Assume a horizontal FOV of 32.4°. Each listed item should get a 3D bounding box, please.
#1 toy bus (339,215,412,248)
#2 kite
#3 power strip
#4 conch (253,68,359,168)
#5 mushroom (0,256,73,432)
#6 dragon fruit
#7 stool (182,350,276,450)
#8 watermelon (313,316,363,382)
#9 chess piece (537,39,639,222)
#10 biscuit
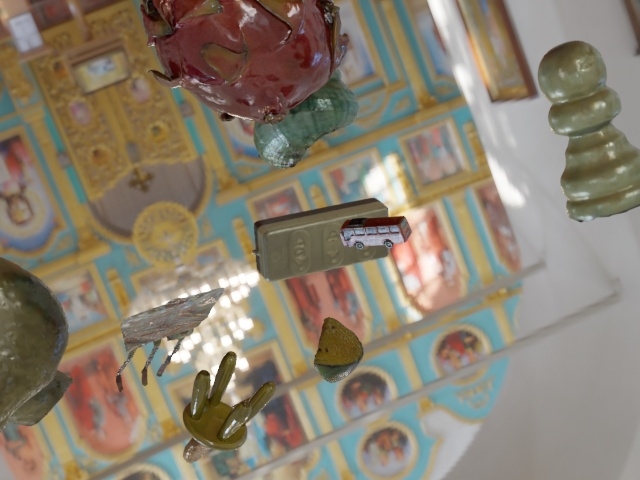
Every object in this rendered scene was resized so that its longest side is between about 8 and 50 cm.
[{"bbox_3d":[0.081,-0.013,1.635,0.110,0.043,0.031,-4,-144,32],"label":"toy bus"},{"bbox_3d":[-0.195,0.120,1.291,0.127,0.016,0.229,-11,153,-31],"label":"kite"},{"bbox_3d":[0.000,0.000,1.980,0.256,0.105,0.070,-11,-156,-18],"label":"power strip"},{"bbox_3d":[-0.025,-0.218,1.846,0.188,0.122,0.175,-45,-156,-23],"label":"conch"},{"bbox_3d":[-0.484,0.161,1.551,0.212,0.292,0.217,-29,-162,26],"label":"mushroom"},{"bbox_3d":[-0.106,-0.288,1.603,0.250,0.250,0.315,-16,162,27],"label":"dragon fruit"},{"bbox_3d":[-0.148,0.255,1.730,0.135,0.110,0.134,13,-147,-25],"label":"stool"},{"bbox_3d":[0.045,0.223,2.212,0.075,0.092,0.181,-25,-163,18],"label":"watermelon"},{"bbox_3d":[0.379,-0.161,1.548,0.133,0.243,0.133,-19,-170,4],"label":"chess piece"},{"bbox_3d":[-0.218,0.401,2.333,0.224,0.033,0.144,-43,164,16],"label":"biscuit"}]
